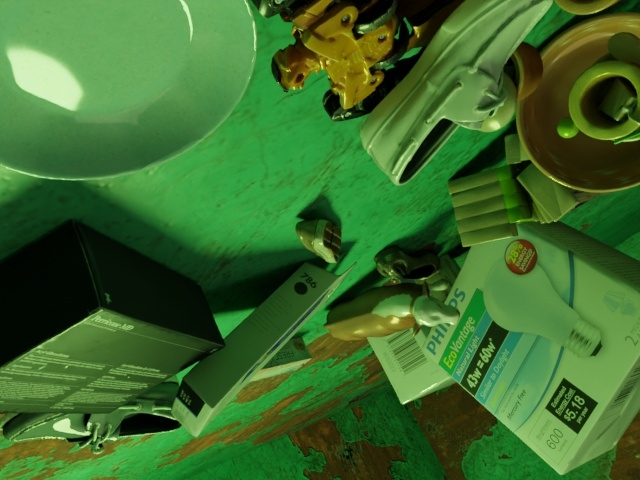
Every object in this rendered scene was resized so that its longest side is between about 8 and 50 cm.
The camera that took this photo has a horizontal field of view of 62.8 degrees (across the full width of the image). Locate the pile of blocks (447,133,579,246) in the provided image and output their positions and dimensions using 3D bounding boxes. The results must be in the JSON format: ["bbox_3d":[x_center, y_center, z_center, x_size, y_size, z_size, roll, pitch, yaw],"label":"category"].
[{"bbox_3d":[0.345,-0.117,0.739,0.112,0.149,0.362,-6,148,-44],"label":"pile of blocks"}]

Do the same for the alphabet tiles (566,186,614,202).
[{"bbox_3d":[0.517,-0.127,0.996,0.278,0.021,0.284,-20,159,27],"label":"alphabet tiles"}]

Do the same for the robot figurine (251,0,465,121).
[{"bbox_3d":[0.084,-0.199,0.344,0.291,0.085,0.211,-33,157,8],"label":"robot figurine"}]

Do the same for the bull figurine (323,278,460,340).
[{"bbox_3d":[0.151,0.138,1.046,0.310,0.101,0.188,-15,171,41],"label":"bull figurine"}]

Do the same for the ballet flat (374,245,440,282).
[{"bbox_3d":[0.182,0.058,1.039,0.084,0.058,0.250,-37,156,21],"label":"ballet flat"}]

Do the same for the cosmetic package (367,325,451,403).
[{"bbox_3d":[0.336,0.300,1.515,0.161,0.230,0.453,-39,155,26],"label":"cosmetic package"}]

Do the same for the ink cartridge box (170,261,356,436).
[{"bbox_3d":[-0.084,0.145,0.818,0.332,0.065,0.165,-41,169,-37],"label":"ink cartridge box"}]

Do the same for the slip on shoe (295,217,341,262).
[{"bbox_3d":[0.000,0.000,0.733,0.041,0.051,0.135,8,173,15],"label":"slip on shoe"}]

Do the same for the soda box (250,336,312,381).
[{"bbox_3d":[-0.104,0.256,1.130,0.063,0.058,0.183,-42,153,30],"label":"soda box"}]

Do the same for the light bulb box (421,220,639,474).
[{"bbox_3d":[0.449,0.169,1.022,0.225,0.361,0.358,3,115,-40],"label":"light bulb box"}]

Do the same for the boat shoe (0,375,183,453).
[{"bbox_3d":[-0.350,0.290,0.860,0.116,0.099,0.319,-38,156,23],"label":"boat shoe"}]

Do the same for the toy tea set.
[{"bbox_3d":[0.242,-0.183,0.422,0.124,0.200,0.336,-22,164,-37],"label":"toy tea set"}]

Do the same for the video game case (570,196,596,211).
[{"bbox_3d":[0.664,-0.195,1.095,0.300,0.036,0.329,-31,158,5],"label":"video game case"}]

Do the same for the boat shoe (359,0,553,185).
[{"bbox_3d":[0.096,-0.105,0.368,0.066,0.063,0.184,-17,162,-45],"label":"boat shoe"}]

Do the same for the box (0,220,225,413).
[{"bbox_3d":[-0.249,0.103,0.578,0.184,0.103,0.261,-28,157,4],"label":"box"}]

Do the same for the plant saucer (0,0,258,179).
[{"bbox_3d":[-0.136,-0.114,0.331,0.195,0.037,0.195,-24,157,-11],"label":"plant saucer"}]

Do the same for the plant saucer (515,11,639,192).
[{"bbox_3d":[0.332,-0.157,0.612,0.200,0.200,0.037,-38,-175,22],"label":"plant saucer"}]

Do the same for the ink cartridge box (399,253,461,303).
[{"bbox_3d":[0.264,0.103,1.188,0.143,0.092,0.090,-30,157,-1],"label":"ink cartridge box"}]
